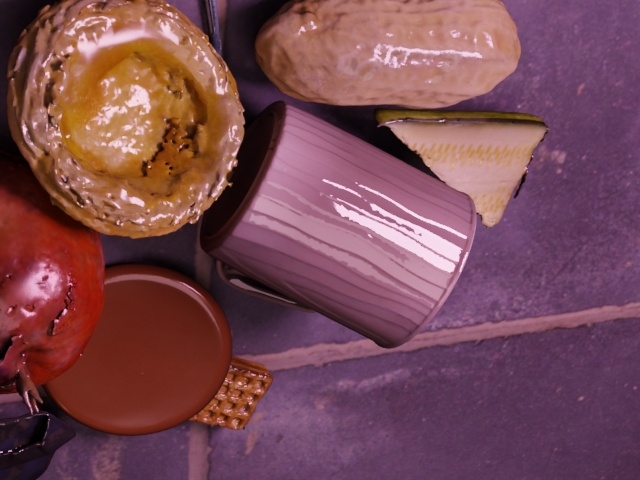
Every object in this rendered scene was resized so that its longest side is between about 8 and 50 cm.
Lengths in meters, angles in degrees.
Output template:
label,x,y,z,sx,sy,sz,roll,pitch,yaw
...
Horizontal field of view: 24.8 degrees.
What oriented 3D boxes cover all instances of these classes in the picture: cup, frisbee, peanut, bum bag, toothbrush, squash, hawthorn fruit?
label,x,y,z,sx,sy,sz,roll,pitch,yaw
cup,0.008,-0.017,1.742,0.273,0.288,0.208,27,81,-19
frisbee,-0.236,0.142,1.833,0.251,0.021,0.251,-3,115,-6
peanut,0.076,-0.221,1.675,0.313,0.152,0.152,-5,124,-20
bum bag,-0.438,0.321,1.869,0.137,0.074,0.310,16,121,-43
toothbrush,-0.118,-0.234,1.663,0.019,0.016,0.219,-17,127,-13
squash,0.134,-0.101,1.792,0.252,0.093,0.169,-1,129,-31
hawthorn fruit,-0.355,0.062,1.592,0.276,0.307,0.276,-20,140,-18

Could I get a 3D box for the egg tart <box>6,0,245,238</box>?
label,x,y,z,sx,sy,sz,roll,pitch,yaw
egg tart,-0.220,-0.136,1.581,0.288,0.118,0.288,2,87,-37

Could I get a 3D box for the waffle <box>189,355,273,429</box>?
label,x,y,z,sx,sy,sz,roll,pitch,yaw
waffle,-0.146,0.194,1.924,0.148,0.042,0.102,19,114,-31
